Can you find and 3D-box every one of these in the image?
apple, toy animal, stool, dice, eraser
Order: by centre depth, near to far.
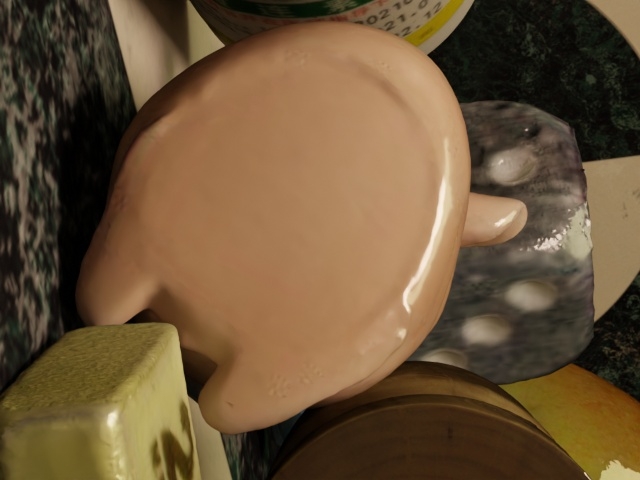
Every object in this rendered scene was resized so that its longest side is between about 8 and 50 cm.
[{"bbox_3d":[-0.080,0.130,0.637,0.117,0.058,0.172,-65,148,-75],"label":"eraser"},{"bbox_3d":[0.051,0.157,0.785,0.264,0.179,0.179,27,56,-88],"label":"stool"},{"bbox_3d":[-0.006,-0.003,0.812,0.213,0.195,0.256,-55,178,-6],"label":"toy animal"},{"bbox_3d":[0.130,0.004,1.290,0.182,0.183,0.181,76,8,-47],"label":"dice"},{"bbox_3d":[0.177,0.264,1.505,0.305,0.338,0.338,31,49,-55],"label":"apple"}]

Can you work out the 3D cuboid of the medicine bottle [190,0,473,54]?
[{"bbox_3d":[-0.015,-0.231,0.878,0.340,0.208,0.208,50,34,-75],"label":"medicine bottle"}]

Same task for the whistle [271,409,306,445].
[{"bbox_3d":[-0.010,0.040,1.093,0.180,0.093,0.269,-27,107,-60],"label":"whistle"}]
